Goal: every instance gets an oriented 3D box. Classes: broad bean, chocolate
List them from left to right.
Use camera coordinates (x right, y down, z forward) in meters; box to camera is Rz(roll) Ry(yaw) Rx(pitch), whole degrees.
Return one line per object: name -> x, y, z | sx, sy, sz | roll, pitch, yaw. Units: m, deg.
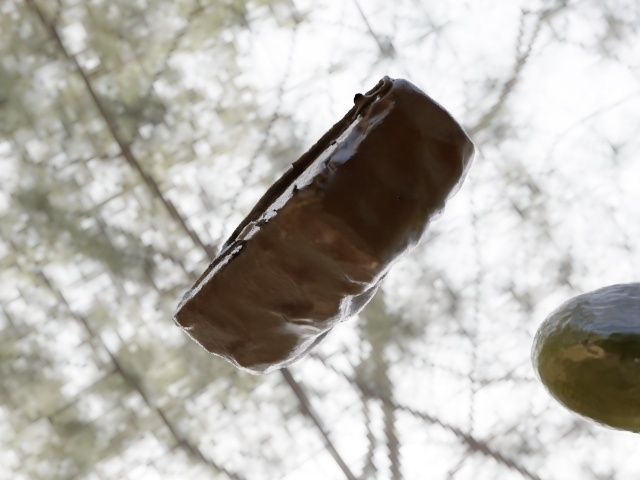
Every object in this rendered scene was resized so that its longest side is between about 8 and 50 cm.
chocolate -> 0.000, 0.000, 1.159 | 0.093, 0.148, 0.214 | 42, -34, -3
broad bean -> 0.371, 0.121, 1.946 | 0.238, 0.291, 0.119 | -93, 179, -59
